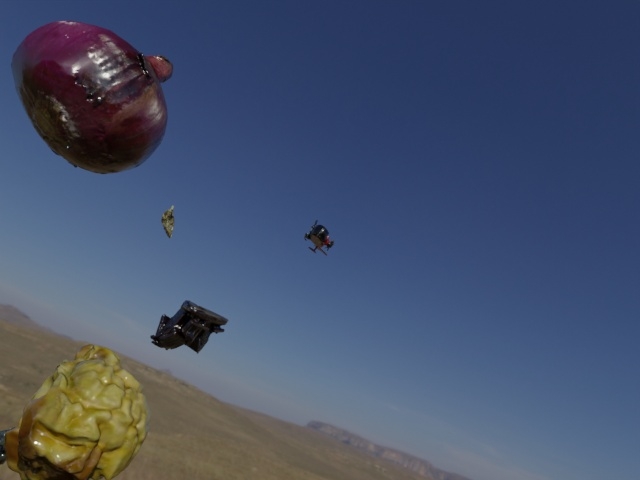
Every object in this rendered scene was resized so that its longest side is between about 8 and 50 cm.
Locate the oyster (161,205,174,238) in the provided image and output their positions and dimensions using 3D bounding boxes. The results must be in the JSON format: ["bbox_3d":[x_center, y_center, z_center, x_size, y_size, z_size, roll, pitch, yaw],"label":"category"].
[{"bbox_3d":[-0.469,-0.055,1.466,0.038,0.083,0.080,9,-44,-24],"label":"oyster"}]

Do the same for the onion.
[{"bbox_3d":[-0.489,-0.349,1.116,0.348,0.385,0.347,19,-46,21],"label":"onion"}]

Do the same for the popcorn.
[{"bbox_3d":[-0.465,0.347,0.935,0.225,0.264,0.332,32,9,-26],"label":"popcorn"}]

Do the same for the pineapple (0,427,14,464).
[{"bbox_3d":[-0.879,0.588,1.247,0.119,0.237,0.111,-19,-75,9],"label":"pineapple"}]

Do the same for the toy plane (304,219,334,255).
[{"bbox_3d":[0.000,0.000,0.969,0.060,0.037,0.145,36,-15,4],"label":"toy plane"}]

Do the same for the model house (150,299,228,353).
[{"bbox_3d":[-0.387,0.273,1.431,0.141,0.164,0.203,23,-10,38],"label":"model house"}]
